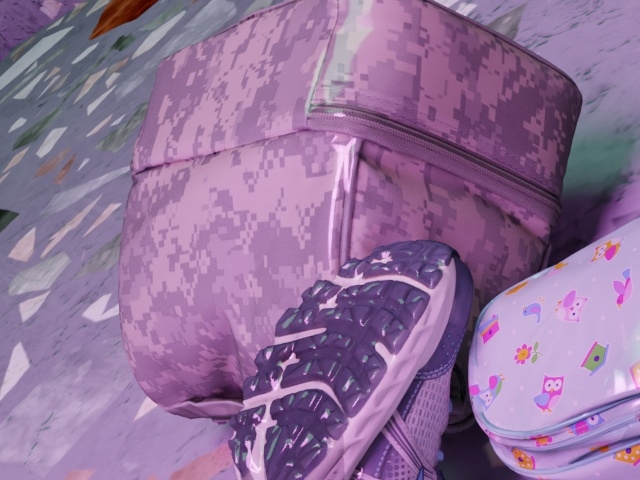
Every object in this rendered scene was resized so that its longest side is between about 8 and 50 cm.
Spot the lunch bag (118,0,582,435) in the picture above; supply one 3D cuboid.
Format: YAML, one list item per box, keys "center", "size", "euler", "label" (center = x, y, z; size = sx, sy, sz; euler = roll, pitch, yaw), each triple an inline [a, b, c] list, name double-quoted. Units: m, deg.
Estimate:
- center: [0.000, 0.000, 0.849]
  size: [0.305, 0.213, 0.256]
  euler: [-5, 66, 53]
  label: "lunch bag"

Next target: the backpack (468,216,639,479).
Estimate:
- center: [0.165, 0.059, 0.614]
  size: [0.182, 0.115, 0.152]
  euler: [-29, 29, 32]
  label: "backpack"

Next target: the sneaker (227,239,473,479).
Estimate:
- center: [0.014, 0.136, 0.658]
  size: [0.110, 0.122, 0.283]
  euler: [11, 72, 57]
  label: "sneaker"
